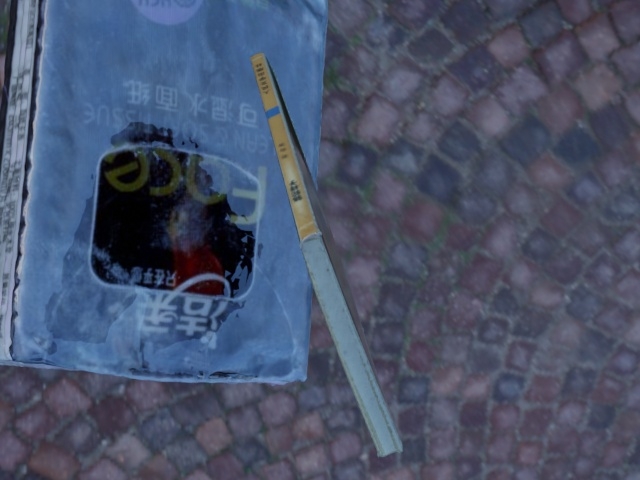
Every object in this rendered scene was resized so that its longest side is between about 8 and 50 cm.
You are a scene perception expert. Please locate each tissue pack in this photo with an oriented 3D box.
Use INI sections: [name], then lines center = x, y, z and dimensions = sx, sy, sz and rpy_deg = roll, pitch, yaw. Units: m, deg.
[tissue pack]
center = -0.127, -0.067, 0.954
dimensions = 0.259, 0.122, 0.362
rpy_deg = 9, 79, -29

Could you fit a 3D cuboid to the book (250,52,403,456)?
[book]
center = -0.001, 0.000, 0.757
dimensions = 0.018, 0.242, 0.170
rpy_deg = -19, 123, 2
